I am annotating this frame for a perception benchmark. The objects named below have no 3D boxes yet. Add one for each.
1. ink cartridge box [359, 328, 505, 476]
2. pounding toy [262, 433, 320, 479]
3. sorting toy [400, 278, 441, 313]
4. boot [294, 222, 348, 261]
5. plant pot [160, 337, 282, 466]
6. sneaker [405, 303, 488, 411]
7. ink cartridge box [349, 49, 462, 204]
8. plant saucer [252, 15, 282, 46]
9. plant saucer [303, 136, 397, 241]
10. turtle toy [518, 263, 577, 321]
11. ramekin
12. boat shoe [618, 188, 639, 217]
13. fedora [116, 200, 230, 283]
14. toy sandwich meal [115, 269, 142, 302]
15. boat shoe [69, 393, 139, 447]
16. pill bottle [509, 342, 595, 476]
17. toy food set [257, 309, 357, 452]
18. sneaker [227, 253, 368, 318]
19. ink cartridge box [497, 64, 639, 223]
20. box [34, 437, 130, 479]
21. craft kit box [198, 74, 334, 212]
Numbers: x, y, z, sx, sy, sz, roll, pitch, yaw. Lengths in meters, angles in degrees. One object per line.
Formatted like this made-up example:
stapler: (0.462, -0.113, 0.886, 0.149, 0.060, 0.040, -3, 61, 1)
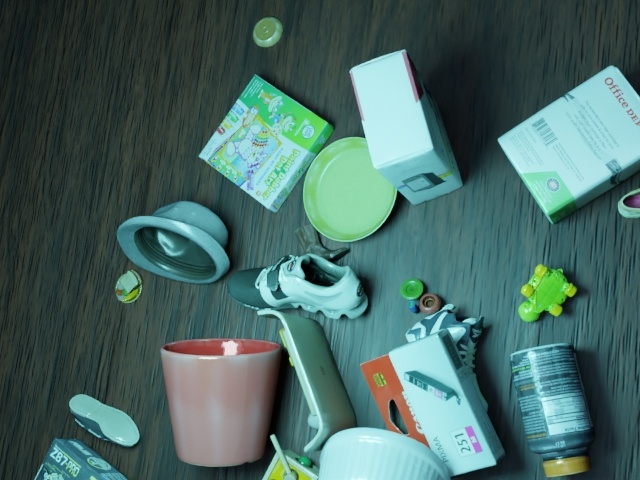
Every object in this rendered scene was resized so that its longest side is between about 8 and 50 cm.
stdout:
ink cartridge box: (0.209, 0.344, 1.688, 0.239, 0.060, 0.275, -28, 84, 34)
pounding toy: (-0.068, 0.513, 1.812, 0.130, 0.100, 0.141, 27, 90, 24)
sorting toy: (0.217, 0.131, 1.817, 0.061, 0.042, 0.102, -45, 54, -9)
boot: (0.000, 0.000, 1.929, 0.106, 0.037, 0.114, -25, 67, 13)
plant pot: (-0.219, 0.350, 1.830, 0.274, 0.275, 0.243, 2, 91, 22)
sneaker: (0.301, 0.234, 1.727, 0.153, 0.094, 0.235, -45, 57, 17)
ink cartridge box: (0.185, -0.228, 1.752, 0.131, 0.306, 0.226, -19, 74, 17)
plant saucer: (-0.136, -0.528, 2.098, 0.083, 0.015, 0.083, -4, 78, 20)
plant saucer: (0.072, -0.115, 1.906, 0.241, 0.037, 0.241, -4, 81, 29)
turtle toy: (0.454, 0.111, 1.707, 0.095, 0.066, 0.130, 35, 96, 0)
ramekin: (0.115, 0.501, 1.642, 0.272, 0.273, 0.127, 0, 42, 21)
boat shoe: (0.681, -0.082, 1.662, 0.170, 0.059, 0.063, -14, 74, 18)
fedora: (-0.330, -0.010, 1.983, 0.275, 0.244, 0.124, 7, 52, 22)
toy sandwich meal: (-0.484, 0.116, 2.096, 0.085, 0.029, 0.086, -4, 78, 21)
boat shoe: (-0.526, 0.450, 2.040, 0.206, 0.075, 0.065, 26, 133, 19)
pill bottle: (0.456, 0.332, 1.628, 0.130, 0.130, 0.246, -14, 75, 18)
toy food set: (-0.035, 0.295, 1.779, 0.092, 0.219, 0.306, -27, 71, 15)
sneaker: (-0.064, 0.080, 1.860, 0.330, 0.146, 0.122, 3, 49, 18)
ink cartridge box: (0.537, -0.193, 1.711, 0.273, 0.115, 0.198, -33, 70, 13)
box: (-0.544, 0.695, 1.942, 0.395, 0.097, 0.318, 25, 91, 32)
craft kit box: (-0.133, -0.236, 2.019, 0.246, 0.061, 0.250, 36, 94, 21)
